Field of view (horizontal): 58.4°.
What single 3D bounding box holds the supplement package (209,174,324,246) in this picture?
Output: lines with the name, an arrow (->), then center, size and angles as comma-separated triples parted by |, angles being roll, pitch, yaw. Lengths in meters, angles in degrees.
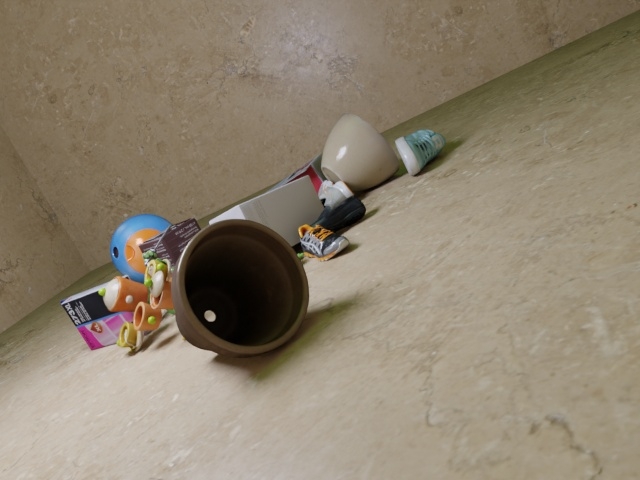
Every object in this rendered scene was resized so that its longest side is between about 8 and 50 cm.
supplement package -> -0.145, -0.052, 1.717 | 0.293, 0.175, 0.177 | -30, 5, -41

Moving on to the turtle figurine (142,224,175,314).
turtle figurine -> -0.465, 0.096, 1.796 | 0.274, 0.198, 0.266 | -38, 18, 12

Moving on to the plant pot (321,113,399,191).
plant pot -> 0.113, -0.282, 2.049 | 0.191, 0.284, 0.284 | -46, 16, -10

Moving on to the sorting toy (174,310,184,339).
sorting toy -> -0.341, 0.201, 1.429 | 0.044, 0.075, 0.083 | -29, 12, -8

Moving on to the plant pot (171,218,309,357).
plant pot -> -0.185, 0.123, 1.136 | 0.263, 0.263, 0.229 | -37, -3, -38

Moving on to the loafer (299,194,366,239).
loafer -> 0.029, -0.061, 1.676 | 0.223, 0.078, 0.076 | -29, -23, -17

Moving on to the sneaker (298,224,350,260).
sneaker -> 0.000, 0.000, 1.521 | 0.084, 0.083, 0.214 | -32, 15, -26

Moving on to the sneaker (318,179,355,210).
sneaker -> 0.022, -0.147, 2.045 | 0.121, 0.099, 0.262 | -41, 10, -12

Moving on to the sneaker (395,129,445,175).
sneaker -> 0.355, -0.330, 1.993 | 0.150, 0.135, 0.366 | -26, 13, 19

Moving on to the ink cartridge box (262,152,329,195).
ink cartridge box -> -0.106, -0.187, 2.278 | 0.309, 0.130, 0.272 | -32, 10, 23

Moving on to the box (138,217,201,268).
box -> -0.509, 0.053, 2.069 | 0.167, 0.203, 0.168 | -15, 18, 42

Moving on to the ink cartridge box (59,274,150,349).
ink cartridge box -> -0.667, 0.231, 1.742 | 0.370, 0.176, 0.069 | -18, 16, 36

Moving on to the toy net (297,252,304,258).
toy net -> -0.160, 0.082, 1.604 | 0.232, 0.045, 0.122 | -23, 13, 17

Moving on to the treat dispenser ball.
treat dispenser ball -> -0.723, 0.033, 2.384 | 0.288, 0.288, 0.288 | -26, 13, 6

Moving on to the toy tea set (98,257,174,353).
toy tea set -> -0.474, 0.146, 1.463 | 0.124, 0.200, 0.336 | 15, -39, -35
